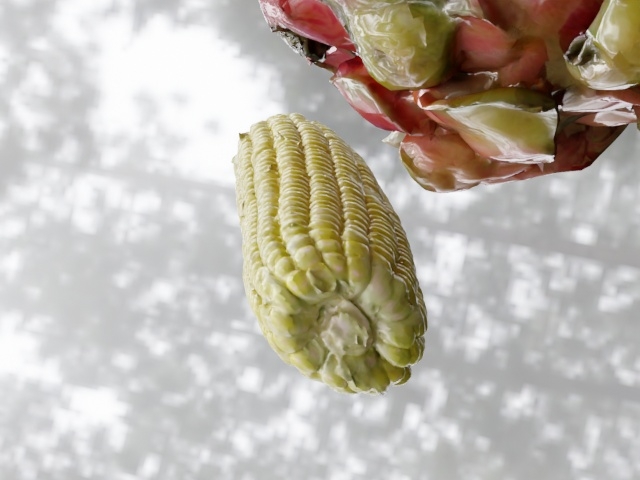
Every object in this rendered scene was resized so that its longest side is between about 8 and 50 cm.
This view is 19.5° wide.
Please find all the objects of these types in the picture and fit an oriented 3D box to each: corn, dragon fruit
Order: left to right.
[{"bbox_3d":[0.000,0.000,0.756,0.063,0.085,0.165,-56,22,17],"label":"corn"},{"bbox_3d":[0.077,-0.163,0.657,0.250,0.269,0.291,-1,-103,-50],"label":"dragon fruit"}]
